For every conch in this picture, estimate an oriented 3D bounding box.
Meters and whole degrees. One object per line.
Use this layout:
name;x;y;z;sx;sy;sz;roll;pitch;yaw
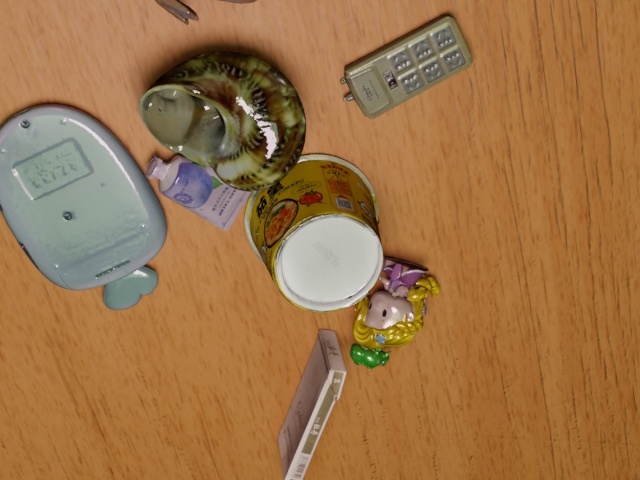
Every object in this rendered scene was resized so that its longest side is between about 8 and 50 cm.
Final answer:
conch;-0.108;-0.143;1.242;0.187;0.124;0.181;0;128;18

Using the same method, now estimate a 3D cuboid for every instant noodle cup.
instant noodle cup;0.000;0.000;1.306;0.182;0.144;0.182;-4;117;-8

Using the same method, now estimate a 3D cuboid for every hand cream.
hand cream;-0.156;-0.068;1.311;0.142;0.053;0.084;25;109;-29

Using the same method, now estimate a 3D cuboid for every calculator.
calculator;-0.302;-0.035;1.305;0.186;0.041;0.298;-24;115;4

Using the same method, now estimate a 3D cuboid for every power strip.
power strip;0.104;-0.214;1.284;0.169;0.028;0.076;-28;117;6

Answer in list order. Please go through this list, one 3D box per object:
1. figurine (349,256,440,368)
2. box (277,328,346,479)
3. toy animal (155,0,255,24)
figurine;0.106;0.105;1.408;0.115;0.095;0.156;14;96;-36
box;-0.014;0.235;1.438;0.029;0.109;0.198;15;113;-15
toy animal;-0.134;-0.345;1.164;0.188;0.089;0.179;36;89;-21
